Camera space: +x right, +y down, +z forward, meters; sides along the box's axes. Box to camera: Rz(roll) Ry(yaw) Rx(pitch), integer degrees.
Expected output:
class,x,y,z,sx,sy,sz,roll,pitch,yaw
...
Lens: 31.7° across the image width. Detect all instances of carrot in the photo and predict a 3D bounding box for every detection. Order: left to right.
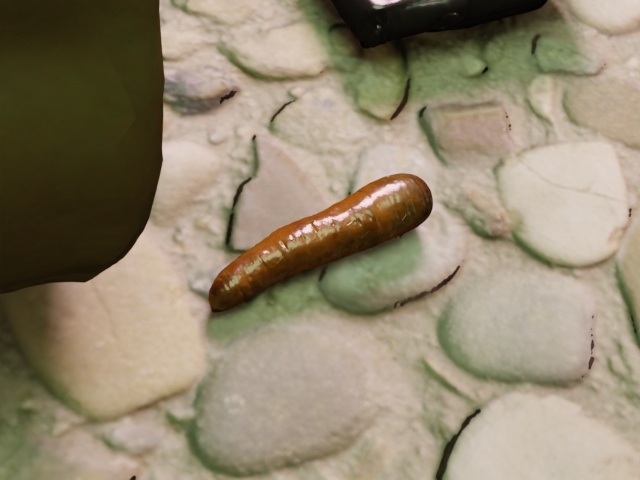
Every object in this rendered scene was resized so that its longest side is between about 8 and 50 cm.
class,x,y,z,sx,sy,sz,roll,pitch,yaw
carrot,0.000,0.000,0.814,0.191,0.047,0.047,-25,66,-24

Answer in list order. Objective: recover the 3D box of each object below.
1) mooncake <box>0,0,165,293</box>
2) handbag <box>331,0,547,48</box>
class,x,y,z,sx,sy,sz,roll,pitch,yaw
mooncake,-0.249,-0.176,0.630,0.262,0.467,0.467,-5,59,-18
handbag,0.085,-0.297,1.001,0.244,0.088,0.275,-18,66,-19
